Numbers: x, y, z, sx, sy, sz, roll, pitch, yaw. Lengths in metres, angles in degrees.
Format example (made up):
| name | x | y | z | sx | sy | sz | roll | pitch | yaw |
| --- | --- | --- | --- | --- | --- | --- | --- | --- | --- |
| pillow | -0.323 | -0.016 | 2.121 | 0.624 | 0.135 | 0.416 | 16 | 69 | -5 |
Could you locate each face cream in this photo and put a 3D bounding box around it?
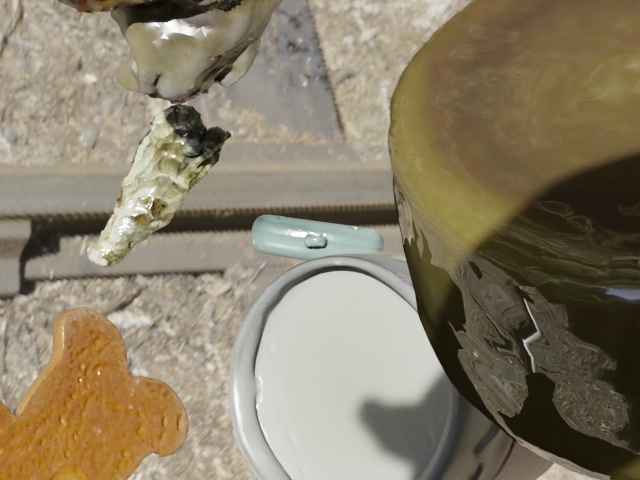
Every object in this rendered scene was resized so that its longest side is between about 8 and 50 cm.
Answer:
| name | x | y | z | sx | sy | sz | roll | pitch | yaw |
| --- | --- | --- | --- | --- | --- | --- | --- | --- | --- |
| face cream | 0.060 | 0.095 | 0.786 | 0.195 | 0.175 | 0.175 | 4 | 58 | -58 |

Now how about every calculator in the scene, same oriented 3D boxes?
| name | x | y | z | sx | sy | sz | roll | pitch | yaw |
| --- | --- | --- | --- | --- | --- | --- | --- | --- | --- |
| calculator | 0.000 | 0.000 | 1.307 | 0.141 | 0.246 | 0.045 | 8 | 90 | 2 |

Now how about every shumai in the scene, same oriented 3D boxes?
| name | x | y | z | sx | sy | sz | roll | pitch | yaw |
| --- | --- | --- | --- | --- | --- | --- | --- | --- | --- |
| shumai | -0.098 | -0.219 | 0.887 | 0.184 | 0.185 | 0.218 | 39 | 80 | 25 |

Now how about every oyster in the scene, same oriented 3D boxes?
| name | x | y | z | sx | sy | sz | roll | pitch | yaw |
| --- | --- | --- | --- | --- | --- | --- | --- | --- | --- |
| oyster | -0.165 | -0.051 | 1.242 | 0.106 | 0.200 | 0.061 | 15 | 24 | -18 |

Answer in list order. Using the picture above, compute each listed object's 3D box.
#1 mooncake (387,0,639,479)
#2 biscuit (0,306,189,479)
| name | x | y | z | sx | sy | sz | roll | pitch | yaw |
| --- | --- | --- | --- | --- | --- | --- | --- | --- | --- |
| mooncake | 0.177 | -0.017 | 0.601 | 0.284 | 0.156 | 0.284 | -5 | 42 | 5 |
| biscuit | -0.261 | 0.209 | 1.085 | 0.205 | 0.049 | 0.324 | 53 | 45 | -20 |
